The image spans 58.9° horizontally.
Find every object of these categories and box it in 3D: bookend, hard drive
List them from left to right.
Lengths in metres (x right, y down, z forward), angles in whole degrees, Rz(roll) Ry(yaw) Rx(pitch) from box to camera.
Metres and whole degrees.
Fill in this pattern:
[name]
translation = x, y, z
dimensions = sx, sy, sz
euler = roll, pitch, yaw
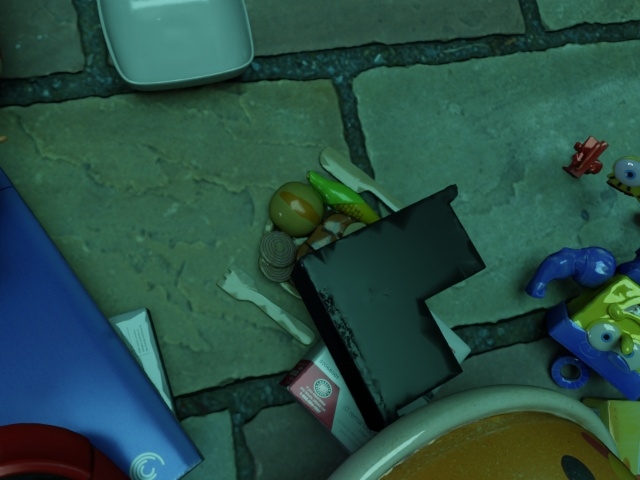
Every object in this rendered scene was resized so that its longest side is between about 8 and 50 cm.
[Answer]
[hard drive]
translation = -0.273, 0.113, 0.453
dimensions = 0.210, 0.040, 0.318
euler = -35, 79, -19
[bookend]
translation = 0.080, 0.057, 0.495
dimensions = 0.157, 0.072, 0.156
euler = -26, 81, -15

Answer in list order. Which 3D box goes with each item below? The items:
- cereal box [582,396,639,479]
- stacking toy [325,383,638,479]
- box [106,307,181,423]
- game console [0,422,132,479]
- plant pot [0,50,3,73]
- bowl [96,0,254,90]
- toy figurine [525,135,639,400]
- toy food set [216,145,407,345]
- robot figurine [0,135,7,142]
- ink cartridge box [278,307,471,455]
[cereal box]
translation = 0.398, 0.259, 0.599
dimensions = 0.240, 0.047, 0.172
euler = 5, 78, -11
[stacking toy]
translation = 0.193, 0.331, 0.286
dimensions = 0.351, 0.480, 0.350
euler = -9, 110, -24
[box]
translation = -0.226, 0.154, 0.497
dimensions = 0.186, 0.038, 0.145
euler = -15, 81, -13
[game console]
translation = -0.237, 0.342, 0.367
dimensions = 0.387, 0.060, 0.342
euler = -40, 119, -15
[plant pot]
translation = -0.395, -0.224, 0.437
dimensions = 0.275, 0.275, 0.243
euler = -24, 95, -15
[bowl]
translation = -0.148, -0.219, 0.581
dimensions = 0.142, 0.053, 0.142
euler = -13, 83, -14
[toy figurine]
translation = 0.346, 0.087, 0.600
dimensions = 0.363, 0.191, 0.217
euler = 40, 104, 4
[toy food set]
translation = 0.000, 0.000, 0.571
dimensions = 0.132, 0.038, 0.192
euler = 36, 74, 1
[robot figurine]
translation = -0.335, -0.018, 0.400
dimensions = 0.219, 0.158, 0.128
euler = -57, 132, -22
[ink cartridge box]
translation = 0.052, 0.122, 0.547
dimensions = 0.109, 0.063, 0.150
euler = 44, 74, 1
